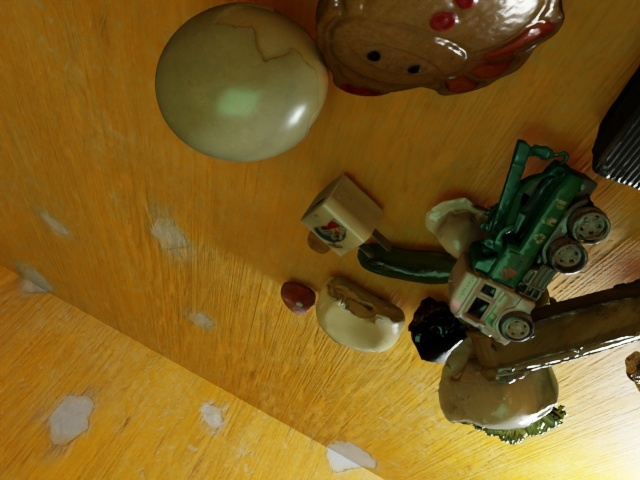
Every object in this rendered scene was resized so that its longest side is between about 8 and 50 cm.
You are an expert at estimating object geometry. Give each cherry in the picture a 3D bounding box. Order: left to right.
[{"bbox_3d":[-0.071,0.188,1.513,0.126,0.087,0.106,14,135,17],"label":"cherry"}]

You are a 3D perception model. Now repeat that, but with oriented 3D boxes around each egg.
[{"bbox_3d":[-0.130,-0.283,0.867,0.336,0.278,0.278,6,136,33],"label":"egg"}]

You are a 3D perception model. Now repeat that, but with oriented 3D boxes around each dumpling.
[{"bbox_3d":[0.318,-0.023,1.010,0.188,0.108,0.127,40,118,10],"label":"dumpling"},{"bbox_3d":[0.401,0.326,1.113,0.243,0.227,0.175,-10,158,5],"label":"dumpling"}]

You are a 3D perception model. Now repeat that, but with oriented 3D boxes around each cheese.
[{"bbox_3d":[0.112,0.219,1.391,0.265,0.127,0.233,23,142,8],"label":"cheese"}]

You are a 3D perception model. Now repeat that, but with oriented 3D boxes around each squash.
[{"bbox_3d":[0.242,0.061,1.165,0.331,0.087,0.087,6,136,27],"label":"squash"}]

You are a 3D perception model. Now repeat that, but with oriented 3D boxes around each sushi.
[{"bbox_3d":[0.316,0.231,1.249,0.172,0.150,0.153,-11,126,-9],"label":"sushi"}]

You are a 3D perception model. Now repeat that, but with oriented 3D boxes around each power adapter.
[{"bbox_3d":[0.077,-0.036,1.130,0.205,0.125,0.130,41,140,-12],"label":"power adapter"}]

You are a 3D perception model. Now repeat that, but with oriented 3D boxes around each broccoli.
[{"bbox_3d":[0.495,0.361,1.249,0.252,0.221,0.362,-6,119,30],"label":"broccoli"}]

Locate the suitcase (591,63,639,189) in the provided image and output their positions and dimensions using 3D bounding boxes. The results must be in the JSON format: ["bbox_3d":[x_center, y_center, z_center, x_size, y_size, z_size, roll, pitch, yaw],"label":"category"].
[{"bbox_3d":[0.542,-0.201,0.609,0.229,0.152,0.335,24,142,11],"label":"suitcase"}]

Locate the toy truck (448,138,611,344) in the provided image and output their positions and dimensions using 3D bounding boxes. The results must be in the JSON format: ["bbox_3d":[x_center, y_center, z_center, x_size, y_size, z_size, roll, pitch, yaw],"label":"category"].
[{"bbox_3d":[0.370,0.008,0.879,0.177,0.176,0.364,22,115,5],"label":"toy truck"}]

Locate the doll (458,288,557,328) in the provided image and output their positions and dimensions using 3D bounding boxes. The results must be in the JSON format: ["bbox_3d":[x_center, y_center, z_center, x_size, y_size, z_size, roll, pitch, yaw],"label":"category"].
[{"bbox_3d":[0.423,0.158,1.090,0.209,0.097,0.137,-37,95,20],"label":"doll"}]

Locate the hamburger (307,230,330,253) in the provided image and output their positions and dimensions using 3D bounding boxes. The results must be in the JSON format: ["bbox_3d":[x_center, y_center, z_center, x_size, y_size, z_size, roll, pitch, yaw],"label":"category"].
[{"bbox_3d":[0.000,0.000,1.291,0.076,0.044,0.083,26,140,6],"label":"hamburger"}]

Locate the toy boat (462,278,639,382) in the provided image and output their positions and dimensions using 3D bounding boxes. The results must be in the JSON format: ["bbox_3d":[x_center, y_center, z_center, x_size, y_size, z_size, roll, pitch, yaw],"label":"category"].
[{"bbox_3d":[0.528,0.179,0.967,0.445,0.162,0.136,-23,76,22],"label":"toy boat"}]

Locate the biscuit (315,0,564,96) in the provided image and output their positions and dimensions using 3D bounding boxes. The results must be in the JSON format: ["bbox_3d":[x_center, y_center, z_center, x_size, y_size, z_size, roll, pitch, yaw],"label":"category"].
[{"bbox_3d":[0.147,-0.308,0.683,0.358,0.074,0.381,11,162,-23],"label":"biscuit"}]

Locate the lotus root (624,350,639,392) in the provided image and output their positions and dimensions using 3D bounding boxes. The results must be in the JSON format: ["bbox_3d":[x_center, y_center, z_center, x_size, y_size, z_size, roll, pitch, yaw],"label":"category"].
[{"bbox_3d":[0.812,0.326,1.035,0.303,0.131,0.146,27,119,4],"label":"lotus root"}]
